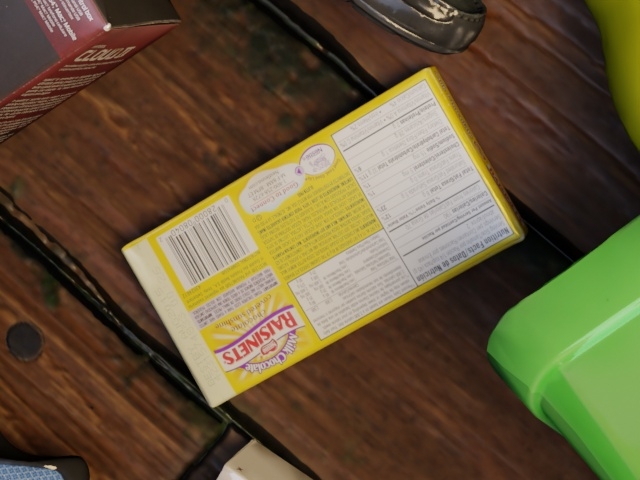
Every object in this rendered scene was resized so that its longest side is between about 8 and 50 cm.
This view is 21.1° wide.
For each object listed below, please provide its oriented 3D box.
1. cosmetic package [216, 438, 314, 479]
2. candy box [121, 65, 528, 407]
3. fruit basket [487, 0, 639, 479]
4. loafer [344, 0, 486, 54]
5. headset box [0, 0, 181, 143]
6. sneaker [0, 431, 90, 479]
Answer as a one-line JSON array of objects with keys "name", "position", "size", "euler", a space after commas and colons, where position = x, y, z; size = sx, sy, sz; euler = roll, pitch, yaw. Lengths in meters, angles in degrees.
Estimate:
[{"name": "cosmetic package", "position": [0.031, 0.219, 0.950], "size": [0.239, 0.060, 0.099], "euler": [34, 108, 8]}, {"name": "candy box", "position": [0.000, 0.000, 0.940], "size": [0.206, 0.027, 0.105], "euler": [-29, 93, 18]}, {"name": "fruit basket", "position": [0.255, -0.027, 0.784], "size": [0.392, 0.283, 0.392], "euler": [-22, 51, 30]}, {"name": "loafer", "position": [0.009, -0.189, 0.880], "size": [0.223, 0.076, 0.078], "euler": [48, 115, 7]}, {"name": "headset box", "position": [-0.236, -0.149, 0.937], "size": [0.293, 0.110, 0.218], "euler": [-30, 90, 18]}, {"name": "sneaker", "position": [-0.272, 0.084, 0.996], "size": [0.330, 0.130, 0.147], "euler": [34, 92, 4]}]
